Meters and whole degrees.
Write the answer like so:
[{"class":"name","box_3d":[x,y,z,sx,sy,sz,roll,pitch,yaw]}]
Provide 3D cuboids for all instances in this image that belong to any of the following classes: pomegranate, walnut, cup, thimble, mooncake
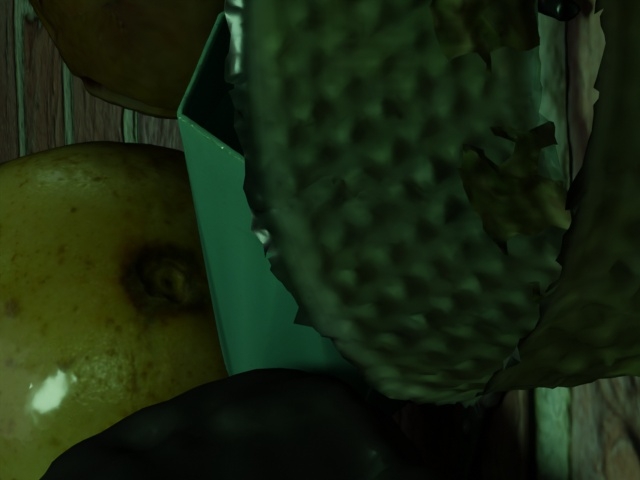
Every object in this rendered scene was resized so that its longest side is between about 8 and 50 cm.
[{"class":"pomegranate","box_3d":[-0.134,0.078,1.118,0.307,0.307,0.307,177,90,-70]},{"class":"walnut","box_3d":[-0.084,-0.168,1.024,0.298,0.203,0.203,-138,47,-79]},{"class":"cup","box_3d":[0.000,0.000,0.909,0.236,0.134,0.148,94,-167,-51]},{"class":"thimble","box_3d":[0.083,-0.078,0.633,0.271,0.150,0.271,177,90,-65]},{"class":"mooncake","box_3d":[-0.018,0.248,0.852,0.351,0.212,0.381,63,150,12]}]

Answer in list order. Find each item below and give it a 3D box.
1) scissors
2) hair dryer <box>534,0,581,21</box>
[{"class":"scissors","box_3d":[0.079,0.085,0.895,0.100,0.015,0.189,-121,32,-55]},{"class":"hair dryer","box_3d":[0.067,-0.127,0.861,0.195,0.050,0.173,-120,30,-45]}]
